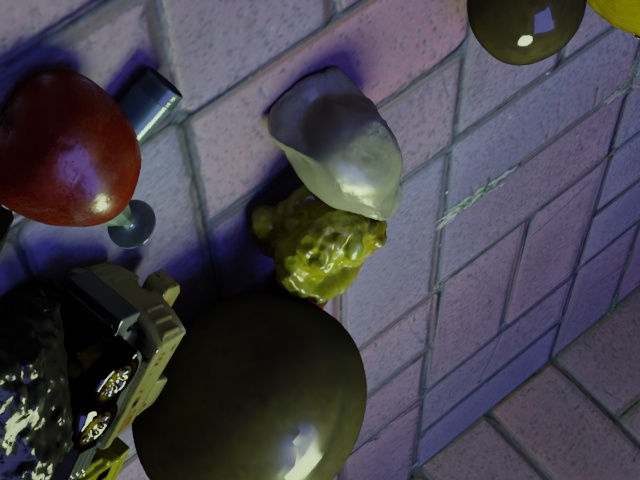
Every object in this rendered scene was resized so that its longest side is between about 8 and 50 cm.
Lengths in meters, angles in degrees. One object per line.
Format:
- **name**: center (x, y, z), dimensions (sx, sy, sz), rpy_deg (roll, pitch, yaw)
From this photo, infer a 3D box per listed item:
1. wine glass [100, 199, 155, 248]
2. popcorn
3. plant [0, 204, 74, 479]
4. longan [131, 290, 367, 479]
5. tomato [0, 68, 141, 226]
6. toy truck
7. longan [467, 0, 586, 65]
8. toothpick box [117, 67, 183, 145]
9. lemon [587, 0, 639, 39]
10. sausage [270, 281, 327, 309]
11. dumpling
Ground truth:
- **wine glass**: center (-0.251, -0.044, 1.514), dimensions (0.073, 0.073, 0.155), rpy_deg (-45, 159, 0)
- **popcorn**: center (-0.001, -0.006, 1.855), dimensions (0.197, 0.156, 0.197), rpy_deg (-27, 155, -14)
- **plant**: center (-0.387, 0.114, 1.358), dimensions (0.213, 0.215, 0.312), rpy_deg (-9, 111, 7)
- **longan**: center (-0.103, 0.246, 1.889), dimensions (0.361, 0.361, 0.361), rpy_deg (-35, 154, -20)
- **tomato**: center (-0.257, -0.081, 1.352), dimensions (0.174, 0.082, 0.166), rpy_deg (24, 104, -37)
- **toy truck**: center (-0.321, 0.211, 1.680), dimensions (0.254, 0.180, 0.405), rpy_deg (-22, 145, -55)
- **longan**: center (0.290, -0.343, 1.783), dimensions (0.204, 0.159, 0.185), rpy_deg (-62, 154, -2)
- **toothpick box**: center (-0.200, -0.147, 1.447), dimensions (0.083, 0.052, 0.052), rpy_deg (-47, 156, 9)
- **lemon**: center (0.485, -0.426, 1.851), dimensions (0.245, 0.245, 0.320), rpy_deg (-35, 160, -21)
- **sausage**: center (-0.048, 0.107, 2.054), dimensions (0.300, 0.083, 0.089), rpy_deg (-54, 161, 26)
- **dumpling**: center (0.037, -0.126, 1.741), dimensions (0.250, 0.132, 0.162), rpy_deg (40, 68, -32)
